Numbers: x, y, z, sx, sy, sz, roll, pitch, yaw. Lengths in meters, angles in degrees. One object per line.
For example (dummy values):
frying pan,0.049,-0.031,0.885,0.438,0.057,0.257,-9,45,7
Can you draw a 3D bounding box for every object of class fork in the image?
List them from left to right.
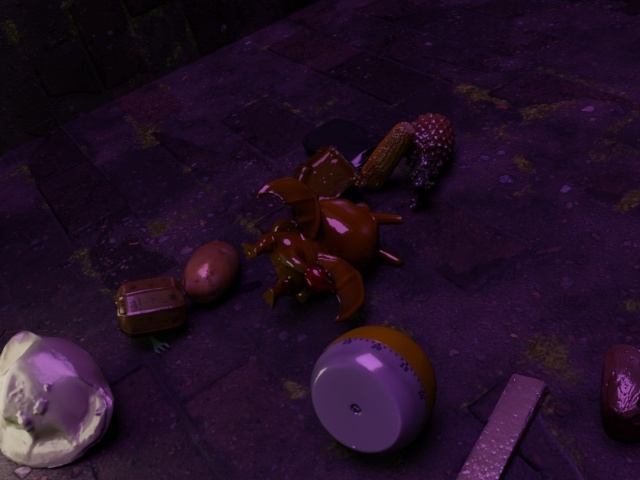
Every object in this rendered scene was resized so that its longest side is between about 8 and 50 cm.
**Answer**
fork,-0.489,0.260,1.927,0.039,0.021,0.235,-32,39,-25

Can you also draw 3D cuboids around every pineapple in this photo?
pineapple,0.330,-0.257,2.132,0.175,0.175,0.361,-1,39,20

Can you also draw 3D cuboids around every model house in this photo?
model house,-0.009,-0.180,2.200,0.239,0.173,0.268,-39,10,-7

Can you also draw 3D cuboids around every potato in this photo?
potato,-0.317,0.084,1.991,0.150,0.146,0.233,19,40,-3

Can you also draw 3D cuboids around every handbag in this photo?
handbag,0.091,-0.334,2.394,0.192,0.075,0.332,-35,42,-21

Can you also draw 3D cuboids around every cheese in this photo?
cheese,0.354,0.428,1.391,0.085,0.034,0.400,16,49,35

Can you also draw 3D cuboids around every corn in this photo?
corn,0.208,-0.262,2.142,0.091,0.260,0.091,0,49,-34

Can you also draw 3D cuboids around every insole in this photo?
insole,-0.243,0.145,1.989,0.153,0.002,0.053,-16,38,2

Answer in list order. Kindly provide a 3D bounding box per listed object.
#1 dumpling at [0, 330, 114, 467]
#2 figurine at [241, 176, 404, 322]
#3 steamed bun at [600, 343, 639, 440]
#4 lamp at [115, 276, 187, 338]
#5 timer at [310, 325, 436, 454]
dumpling,-0.683,0.411,1.714,0.395,0.233,0.315,24,84,23
figurine,0.015,0.034,1.841,0.387,0.268,0.401,-23,69,-34
steamed bun,0.616,0.301,1.360,0.106,0.144,0.175,5,48,24
lamp,-0.466,0.185,1.883,0.185,0.161,0.161,-6,36,-14
timer,0.135,0.295,1.476,0.285,0.285,0.285,-10,38,8
